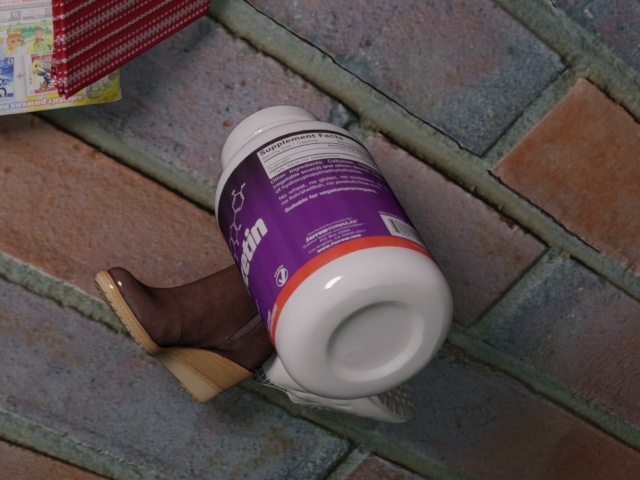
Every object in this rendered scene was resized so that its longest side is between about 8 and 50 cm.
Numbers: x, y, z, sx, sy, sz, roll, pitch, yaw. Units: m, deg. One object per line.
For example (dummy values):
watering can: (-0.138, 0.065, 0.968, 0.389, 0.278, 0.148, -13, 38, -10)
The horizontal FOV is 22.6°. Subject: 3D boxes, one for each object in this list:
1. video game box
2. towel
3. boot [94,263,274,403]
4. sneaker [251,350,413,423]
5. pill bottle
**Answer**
video game box: (-0.294, -0.209, 1.537, 0.205, 0.048, 0.187, -9, 128, -18)
towel: (-0.170, -0.266, 1.459, 0.199, 0.031, 0.275, -36, 156, -27)
boot: (-0.121, 0.055, 1.826, 0.207, 0.090, 0.248, -43, 131, -3)
sneaker: (0.022, 0.175, 1.981, 0.095, 0.090, 0.235, -34, 134, 30)
pill bottle: (0.000, 0.000, 1.650, 0.181, 0.323, 0.182, -12, 131, -15)
